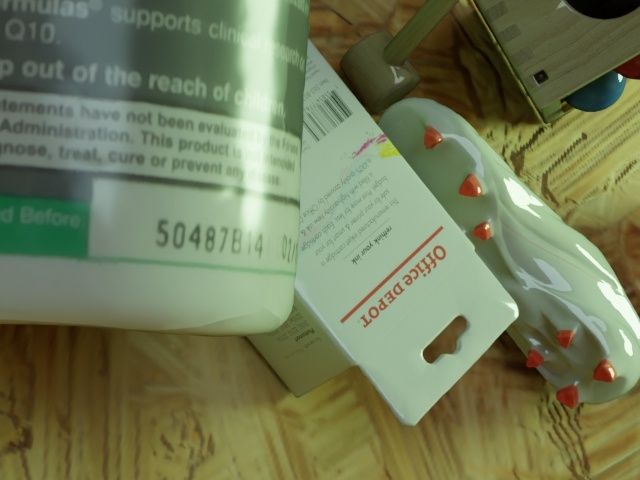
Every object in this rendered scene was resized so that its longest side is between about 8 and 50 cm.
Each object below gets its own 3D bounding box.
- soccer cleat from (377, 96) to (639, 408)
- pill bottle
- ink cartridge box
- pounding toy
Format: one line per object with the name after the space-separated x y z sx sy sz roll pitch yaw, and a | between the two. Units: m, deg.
0.101 0.002 0.780 0.196 0.068 0.076 51 37 -5 | soccer cleat
-0.102 -0.148 0.561 0.204 0.204 0.361 5 87 -31 | pill bottle
0.000 0.000 0.712 0.181 0.061 0.104 51 53 -2 | ink cartridge box
0.120 -0.108 0.777 0.094 0.206 0.181 60 9 4 | pounding toy
